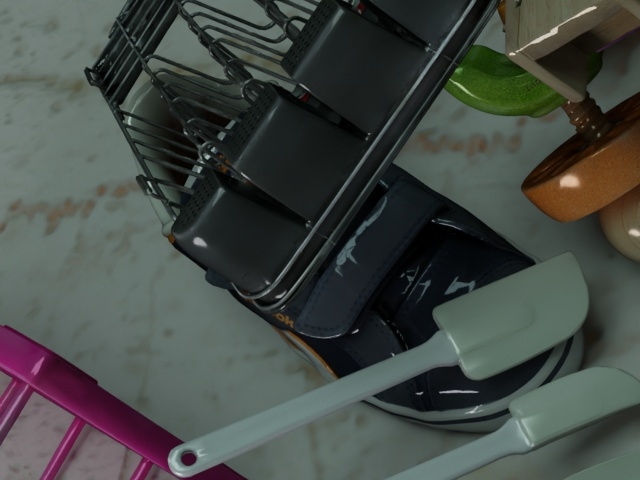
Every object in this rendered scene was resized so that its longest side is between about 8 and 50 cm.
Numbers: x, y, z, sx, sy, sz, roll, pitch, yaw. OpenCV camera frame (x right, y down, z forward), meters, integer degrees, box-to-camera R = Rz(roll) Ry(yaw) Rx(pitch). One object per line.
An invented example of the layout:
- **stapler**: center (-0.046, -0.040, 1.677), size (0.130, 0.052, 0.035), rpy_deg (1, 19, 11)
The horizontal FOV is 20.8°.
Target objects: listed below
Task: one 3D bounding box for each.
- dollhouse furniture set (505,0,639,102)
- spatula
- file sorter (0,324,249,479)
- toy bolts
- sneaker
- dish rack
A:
- **dollhouse furniture set**: center (0.296, -0.148, 0.817), size (0.286, 0.303, 0.198), rpy_deg (-29, 41, 42)
- **spatula**: center (0.061, 0.117, 0.869), size (0.242, 0.019, 0.168), rpy_deg (-23, 70, -12)
- **file sorter**: center (-0.230, 0.131, 1.012), size (0.291, 0.202, 0.182), rpy_deg (23, 78, 40)
- **toy bolts**: center (0.209, -0.109, 0.954), size (0.228, 0.158, 0.218), rpy_deg (-36, 7, 22)
- **sneaker**: center (0.000, 0.000, 0.995), size (0.321, 0.127, 0.126), rpy_deg (28, 78, 40)
- **dish rack**: center (-0.032, -0.111, 0.914), size (0.208, 0.074, 0.271), rpy_deg (-55, 30, 11)
